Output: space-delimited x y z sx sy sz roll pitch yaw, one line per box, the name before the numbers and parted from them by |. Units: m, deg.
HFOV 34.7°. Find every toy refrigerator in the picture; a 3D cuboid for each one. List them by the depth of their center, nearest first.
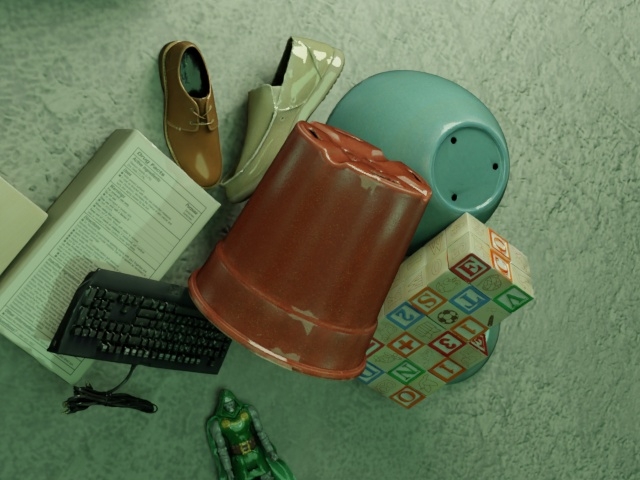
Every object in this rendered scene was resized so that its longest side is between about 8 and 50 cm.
toy refrigerator | -0.477 0.036 1.287 0.102 0.094 0.269 43 78 -30

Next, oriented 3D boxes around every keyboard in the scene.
keyboard | -0.233 0.150 1.363 0.317 0.033 0.201 19 100 -55

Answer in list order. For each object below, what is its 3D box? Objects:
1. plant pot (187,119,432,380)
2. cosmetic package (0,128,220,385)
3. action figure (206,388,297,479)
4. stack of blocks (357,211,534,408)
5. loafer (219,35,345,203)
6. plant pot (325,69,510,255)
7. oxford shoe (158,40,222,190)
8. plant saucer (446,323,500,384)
plant pot | 0.000 0.000 1.366 0.272 0.272 0.265 19 108 -26
cosmetic package | -0.298 0.017 1.357 0.160 0.113 0.309 44 77 -23
action figure | -0.107 0.326 1.516 0.137 0.063 0.232 -23 102 -18
stack of blocks | 0.169 0.111 1.505 0.171 0.087 0.297 33 125 -25
loafer | -0.071 -0.176 1.453 0.092 0.102 0.268 34 83 -15
plant pot | 0.167 -0.111 1.518 0.290 0.195 0.290 -3 97 -25
oxford shoe | -0.175 -0.170 1.415 0.076 0.076 0.212 -18 105 -24
plant saucer | 0.221 0.143 1.661 0.195 0.037 0.194 -4 98 -26
